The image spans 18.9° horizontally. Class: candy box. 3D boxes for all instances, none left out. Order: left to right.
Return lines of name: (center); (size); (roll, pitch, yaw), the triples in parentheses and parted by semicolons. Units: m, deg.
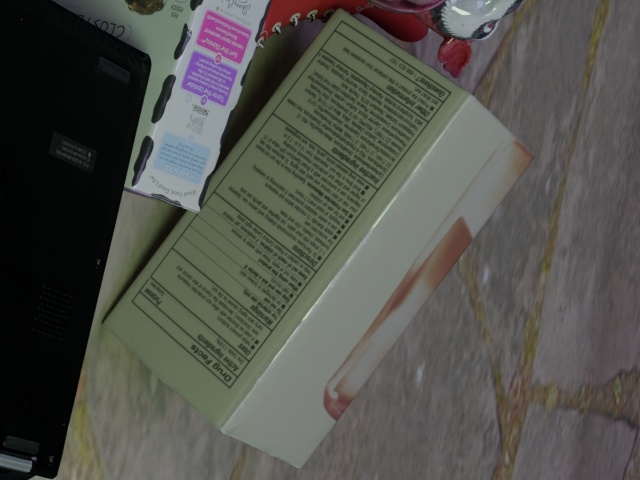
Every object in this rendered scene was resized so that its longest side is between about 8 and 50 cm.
candy box: (-0.125, -0.135, 1.242); (0.070, 0.165, 0.196); (19, 89, -54)

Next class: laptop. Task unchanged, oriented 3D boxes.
laptop: (-0.331, 0.027, 1.032); (0.382, 0.236, 0.408); (27, 73, -57)

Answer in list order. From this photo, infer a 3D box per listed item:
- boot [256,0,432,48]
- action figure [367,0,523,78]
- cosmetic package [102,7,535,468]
boot: (-0.017, -0.172, 1.440); (0.244, 0.088, 0.176); (36, 76, -44)
action figure: (0.051, -0.257, 1.288); (0.276, 0.248, 0.370); (-20, 127, -10)
cosmetic package: (0.000, 0.000, 1.416); (0.296, 0.153, 0.129); (-52, 145, 2)
